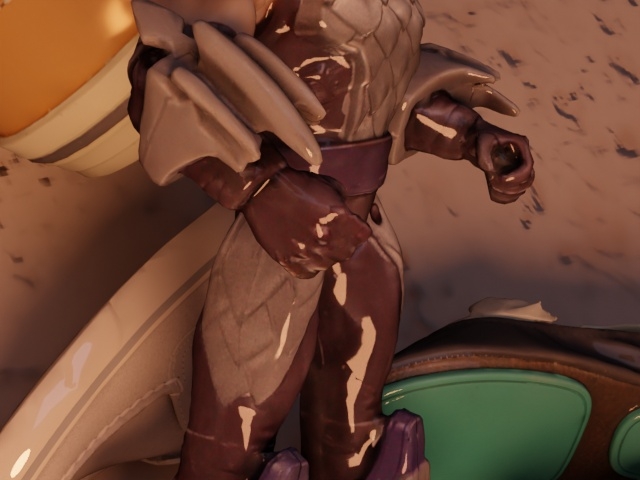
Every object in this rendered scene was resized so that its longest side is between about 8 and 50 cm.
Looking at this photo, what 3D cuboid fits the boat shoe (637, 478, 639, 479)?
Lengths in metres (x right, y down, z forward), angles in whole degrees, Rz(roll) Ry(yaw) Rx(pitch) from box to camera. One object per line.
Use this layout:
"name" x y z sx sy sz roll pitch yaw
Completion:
"boat shoe" 0.188 0.113 0.553 0.285 0.089 0.104 6 15 -27

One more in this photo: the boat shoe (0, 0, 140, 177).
"boat shoe" -0.038 -0.254 0.616 0.156 0.187 0.500 38 55 -23

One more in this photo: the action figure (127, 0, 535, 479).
"action figure" 0.000 0.000 0.449 0.185 0.099 0.285 -13 109 -57

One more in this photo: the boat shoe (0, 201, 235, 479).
"boat shoe" -0.042 0.040 0.526 0.063 0.066 0.184 43 42 2

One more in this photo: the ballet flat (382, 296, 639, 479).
"ballet flat" 0.092 0.056 0.584 0.203 0.074 0.074 4 60 -18
